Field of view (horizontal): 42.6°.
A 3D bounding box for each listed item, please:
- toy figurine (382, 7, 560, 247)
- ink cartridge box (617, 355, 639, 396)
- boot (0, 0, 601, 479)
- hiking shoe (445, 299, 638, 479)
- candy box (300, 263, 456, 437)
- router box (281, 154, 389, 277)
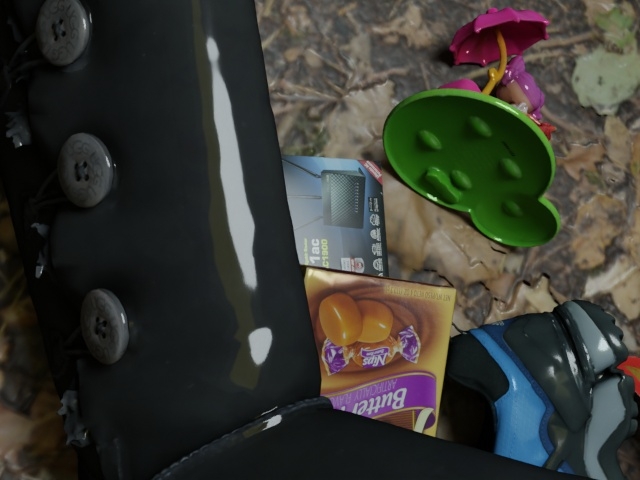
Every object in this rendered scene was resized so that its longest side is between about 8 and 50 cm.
[{"bbox_3d":[0.148,-0.108,0.656,0.173,0.130,0.159,45,54,-29],"label":"toy figurine"},{"bbox_3d":[0.347,0.127,0.612,0.225,0.181,0.056,13,112,-28],"label":"ink cartridge box"},{"bbox_3d":[-0.028,-0.002,0.437,0.146,0.367,0.445,11,66,-60],"label":"boot"},{"bbox_3d":[0.163,0.198,0.591,0.132,0.113,0.304,-9,83,6],"label":"hiking shoe"},{"bbox_3d":[0.020,0.114,0.546,0.109,0.053,0.186,9,90,-19],"label":"candy box"},{"bbox_3d":[0.000,0.000,0.599,0.092,0.038,0.122,1,76,-20],"label":"router box"}]
